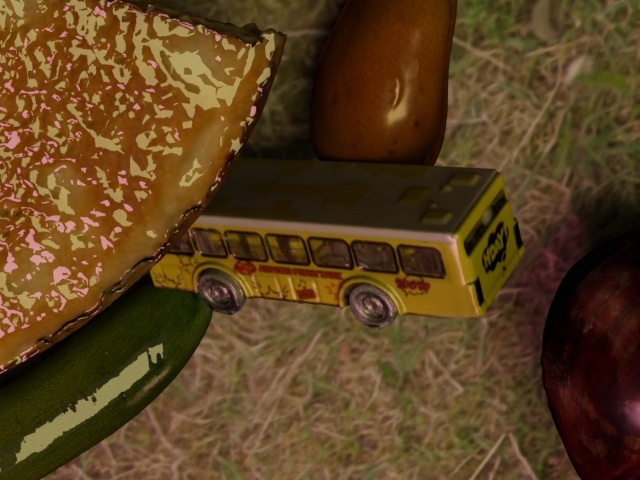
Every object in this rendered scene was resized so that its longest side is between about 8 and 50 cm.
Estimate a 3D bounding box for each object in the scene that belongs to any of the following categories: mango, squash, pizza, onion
[{"bbox_3d":[0.037,-0.103,0.880,0.084,0.105,0.159,6,102,5],"label":"mango"},{"bbox_3d":[-0.171,0.108,0.923,0.258,0.069,0.069,-35,122,-1],"label":"squash"},{"bbox_3d":[-0.182,-0.055,0.817,0.323,0.089,0.223,-42,109,13],"label":"pizza"},{"bbox_3d":[0.271,0.101,0.990,0.281,0.221,0.281,-8,121,-13],"label":"onion"}]

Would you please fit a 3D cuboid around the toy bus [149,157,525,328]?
[{"bbox_3d":[0.000,0.000,0.847,0.081,0.226,0.074,-50,134,-42],"label":"toy bus"}]
